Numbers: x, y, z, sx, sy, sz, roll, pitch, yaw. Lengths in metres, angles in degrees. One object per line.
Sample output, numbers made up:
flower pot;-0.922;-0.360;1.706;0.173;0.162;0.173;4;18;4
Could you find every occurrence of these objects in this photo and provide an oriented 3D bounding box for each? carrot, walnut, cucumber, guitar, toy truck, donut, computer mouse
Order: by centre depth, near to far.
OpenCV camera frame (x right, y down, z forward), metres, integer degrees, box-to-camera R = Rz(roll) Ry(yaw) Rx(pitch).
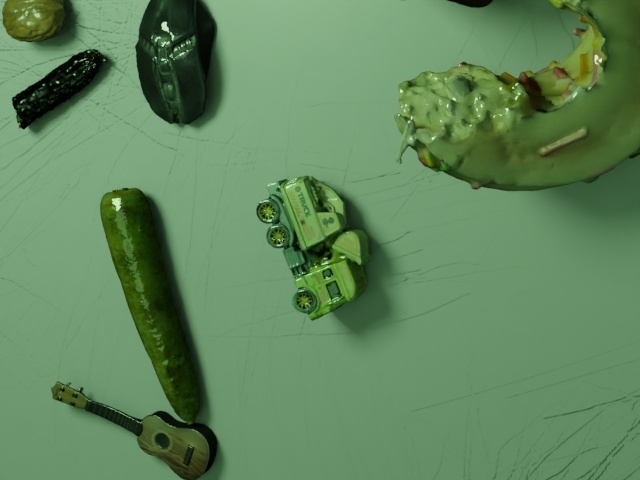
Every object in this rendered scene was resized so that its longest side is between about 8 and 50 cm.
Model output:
donut;0.271;-0.219;1.268;0.307;0.150;0.371;15;122;-21
toy truck;0.000;0.000;1.510;0.116;0.085;0.191;-22;90;18
computer mouse;-0.202;-0.254;1.548;0.105;0.062;0.192;3;100;21
walnut;-0.404;-0.321;1.606;0.096;0.082;0.079;-9;69;24
carrot;-0.240;0.098;1.630;0.074;0.074;0.359;-13;97;23
cucumber;-0.379;-0.222;1.631;0.181;0.053;0.053;-29;89;21
guitar;-0.281;0.272;1.693;0.271;0.038;0.084;23;107;13

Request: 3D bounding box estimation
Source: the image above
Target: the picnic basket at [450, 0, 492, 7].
picnic basket;0.177;-0.409;1.309;0.297;0.129;0.222;-56;39;20
